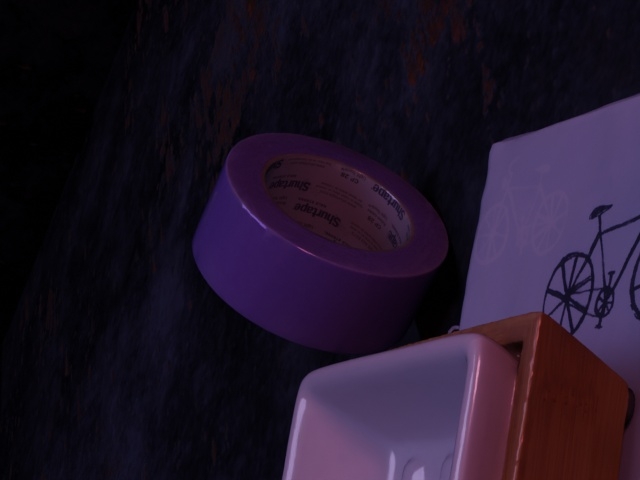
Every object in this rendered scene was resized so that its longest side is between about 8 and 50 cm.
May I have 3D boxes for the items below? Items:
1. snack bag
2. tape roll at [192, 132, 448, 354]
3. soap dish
[{"bbox_3d":[0.162,0.068,1.175,0.323,0.037,0.342,161,121,-67],"label":"snack bag"},{"bbox_3d":[0.000,0.000,1.450,0.189,0.189,0.080,-104,34,-54],"label":"tape roll"},{"bbox_3d":[0.071,0.176,1.119,0.291,0.118,0.229,156,126,-66],"label":"soap dish"}]
